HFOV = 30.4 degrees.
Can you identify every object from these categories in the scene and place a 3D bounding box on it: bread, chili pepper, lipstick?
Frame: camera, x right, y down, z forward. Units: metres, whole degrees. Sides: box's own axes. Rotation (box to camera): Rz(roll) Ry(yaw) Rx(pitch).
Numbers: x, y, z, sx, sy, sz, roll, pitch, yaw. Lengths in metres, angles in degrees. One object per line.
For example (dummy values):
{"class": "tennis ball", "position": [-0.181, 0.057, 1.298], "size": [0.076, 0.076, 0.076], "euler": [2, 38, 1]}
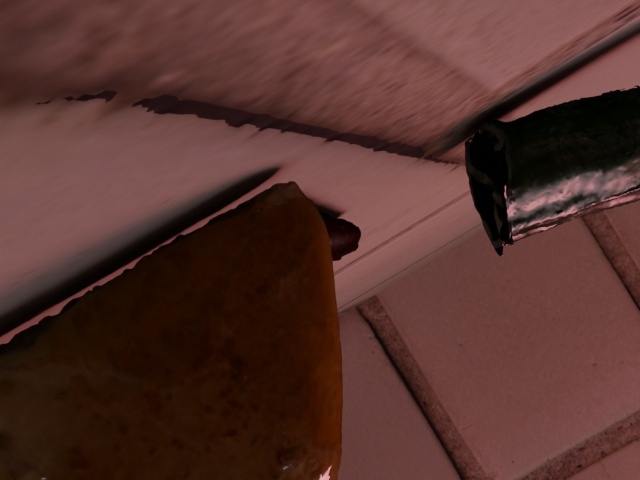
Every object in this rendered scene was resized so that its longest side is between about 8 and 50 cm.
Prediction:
{"class": "bread", "position": [-0.044, 0.075, 0.358], "size": [0.154, 0.136, 0.054], "euler": [-27, -167, -1]}
{"class": "chili pepper", "position": [0.181, -0.055, 0.550], "size": [0.226, 0.059, 0.088], "euler": [-17, 173, -3]}
{"class": "lipstick", "position": [0.001, 0.000, 0.505], "size": [0.027, 0.027, 0.176], "euler": [-31, 176, 7]}
